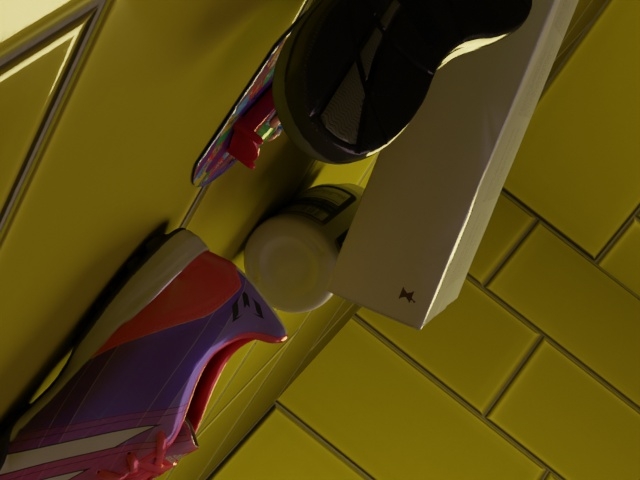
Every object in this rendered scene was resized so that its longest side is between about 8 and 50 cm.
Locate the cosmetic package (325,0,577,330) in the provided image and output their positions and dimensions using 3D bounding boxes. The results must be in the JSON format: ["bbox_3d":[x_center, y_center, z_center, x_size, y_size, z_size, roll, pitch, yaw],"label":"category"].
[{"bbox_3d":[0.135,-0.123,1.475,0.284,0.097,0.377,-23,136,-81],"label":"cosmetic package"}]

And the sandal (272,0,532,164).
[{"bbox_3d":[0.044,-0.150,1.110,0.086,0.120,0.303,-19,-162,44],"label":"sandal"}]

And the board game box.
[{"bbox_3d":[-0.024,-0.094,1.170,0.169,0.033,0.133,-55,174,21],"label":"board game box"}]

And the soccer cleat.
[{"bbox_3d":[-0.155,0.144,1.183,0.318,0.116,0.108,-52,174,1],"label":"soccer cleat"}]

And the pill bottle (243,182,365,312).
[{"bbox_3d":[0.000,0.000,1.601,0.094,0.094,0.169,-55,173,26],"label":"pill bottle"}]
